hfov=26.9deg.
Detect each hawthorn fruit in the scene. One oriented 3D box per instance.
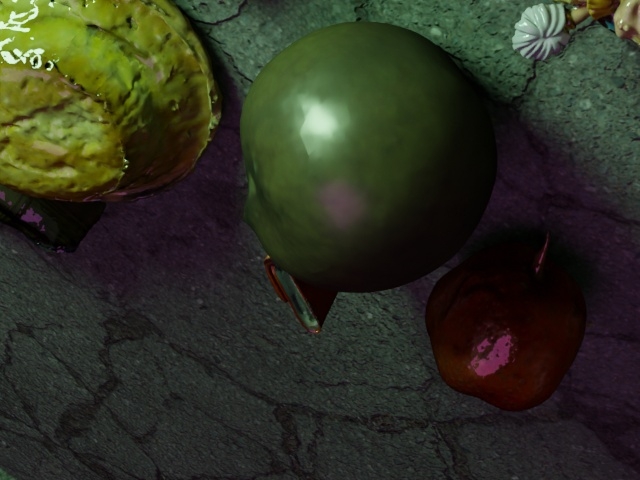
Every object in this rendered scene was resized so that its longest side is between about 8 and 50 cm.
[{"bbox_3d":[0.251,0.083,1.701,0.207,0.207,0.243,26,126,4],"label":"hawthorn fruit"}]

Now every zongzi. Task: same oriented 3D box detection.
[{"bbox_3d":[-0.500,-0.091,2.058,0.286,0.138,0.300,39,158,-25],"label":"zongzi"}]

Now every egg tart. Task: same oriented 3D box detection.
[{"bbox_3d":[-0.347,-0.180,1.731,0.443,0.178,0.443,7,137,6],"label":"egg tart"}]

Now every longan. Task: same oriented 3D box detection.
[{"bbox_3d":[0.048,-0.090,1.514,0.318,0.319,0.319,19,144,14],"label":"longan"}]

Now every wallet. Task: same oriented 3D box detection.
[{"bbox_3d":[0.000,0.000,1.741,0.045,0.204,0.142,0,136,31],"label":"wallet"}]

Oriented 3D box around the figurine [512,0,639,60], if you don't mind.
[{"bbox_3d":[0.275,-0.254,1.312,0.240,0.116,0.175,26,143,14],"label":"figurine"}]
